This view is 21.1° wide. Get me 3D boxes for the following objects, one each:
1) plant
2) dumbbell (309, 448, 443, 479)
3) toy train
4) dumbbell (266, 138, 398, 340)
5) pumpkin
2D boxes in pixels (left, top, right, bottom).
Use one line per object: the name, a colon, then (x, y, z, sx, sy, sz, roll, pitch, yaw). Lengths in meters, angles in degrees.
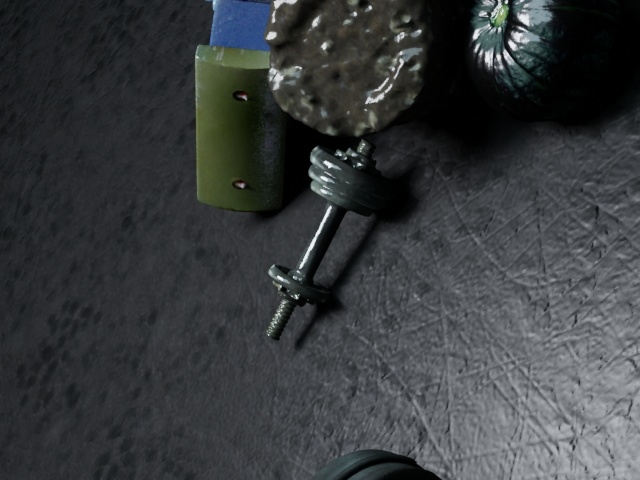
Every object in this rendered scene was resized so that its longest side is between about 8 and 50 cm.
plant: (0.076, -0.245, 1.961, 0.215, 0.312, 0.213, -5, 102, 19)
dumbbell: (0.113, 0.305, 1.542, 0.388, 0.185, 0.185, 15, 78, 56)
toy train: (-0.083, -0.189, 2.109, 0.300, 0.131, 0.202, 93, -179, -51)
dumbbell: (0.000, 0.000, 1.985, 0.110, 0.110, 0.254, 36, 101, 56)
pumpkin: (0.235, -0.220, 1.807, 0.202, 0.140, 0.202, -28, 56, 53)
